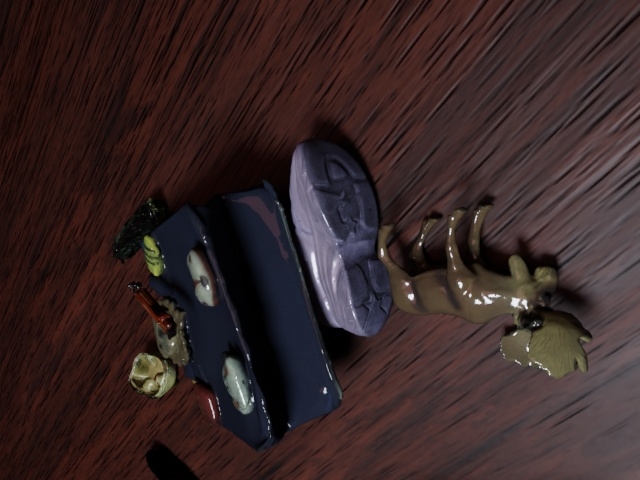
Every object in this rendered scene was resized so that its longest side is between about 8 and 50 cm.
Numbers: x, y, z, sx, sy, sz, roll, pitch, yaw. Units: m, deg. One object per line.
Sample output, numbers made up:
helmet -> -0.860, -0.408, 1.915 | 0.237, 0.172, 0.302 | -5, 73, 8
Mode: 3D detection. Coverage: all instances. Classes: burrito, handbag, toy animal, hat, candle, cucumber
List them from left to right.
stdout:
cucumber -> -0.311, -0.015, 0.946 | 0.181, 0.053, 0.053 | -36, 79, 37
candle -> -0.233, 0.086, 0.765 | 0.167, 0.021, 0.026 | 29, 143, 51
hat -> -0.288, 0.234, 0.986 | 0.077, 0.059, 0.076 | 15, 94, 27
burrito -> -0.260, 0.444, 1.025 | 0.188, 0.045, 0.058 | 30, 110, 29
handbag -> -0.135, 0.106, 0.757 | 0.329, 0.122, 0.303 | -18, 90, 56
toy animal -> 0.170, 0.055, 0.595 | 0.214, 0.094, 0.186 | -10, 91, 45

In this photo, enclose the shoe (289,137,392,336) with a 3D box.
shoe -> 0.000, 0.000, 0.697 | 0.138, 0.095, 0.245 | -11, 96, 46
